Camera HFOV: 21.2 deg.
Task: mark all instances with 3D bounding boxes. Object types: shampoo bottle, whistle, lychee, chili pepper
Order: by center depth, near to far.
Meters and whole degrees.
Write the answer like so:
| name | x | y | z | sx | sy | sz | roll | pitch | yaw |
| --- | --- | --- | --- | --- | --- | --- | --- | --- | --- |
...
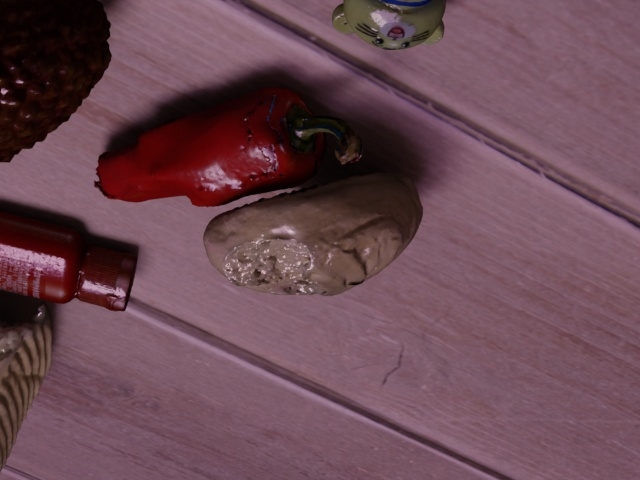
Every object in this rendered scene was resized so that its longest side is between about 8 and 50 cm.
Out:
| name | x | y | z | sx | sy | sz | roll | pitch | yaw |
| --- | --- | --- | --- | --- | --- | --- | --- | --- | --- |
| whistle | 0.076 | -0.243 | 1.497 | 0.105 | 0.085 | 0.227 | 7 | 146 | -7 |
| lychee | -0.333 | -0.179 | 1.610 | 0.271 | 0.236 | 0.236 | -7 | 149 | -17 |
| chili pepper | -0.105 | -0.089 | 1.765 | 0.388 | 0.110 | 0.110 | -12 | 139 | 38 |
| shampoo bottle | -0.375 | 0.013 | 2.015 | 0.314 | 0.076 | 0.118 | 14 | 141 | -2 |

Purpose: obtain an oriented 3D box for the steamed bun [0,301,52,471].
| name | x | y | z | sx | sy | sz | roll | pitch | yaw |
| --- | --- | --- | --- | --- | --- | --- | --- | --- | --- |
| steamed bun | -0.495 | 0.172 | 2.104 | 0.272 | 0.273 | 0.290 | 19 | 167 | 7 |

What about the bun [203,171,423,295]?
| name | x | y | z | sx | sy | sz | roll | pitch | yaw |
| --- | --- | --- | --- | --- | --- | --- | --- | --- | --- |
| bun | 0.000 | 0.000 | 1.754 | 0.237 | 0.116 | 0.210 | -16 | -178 | -22 |
